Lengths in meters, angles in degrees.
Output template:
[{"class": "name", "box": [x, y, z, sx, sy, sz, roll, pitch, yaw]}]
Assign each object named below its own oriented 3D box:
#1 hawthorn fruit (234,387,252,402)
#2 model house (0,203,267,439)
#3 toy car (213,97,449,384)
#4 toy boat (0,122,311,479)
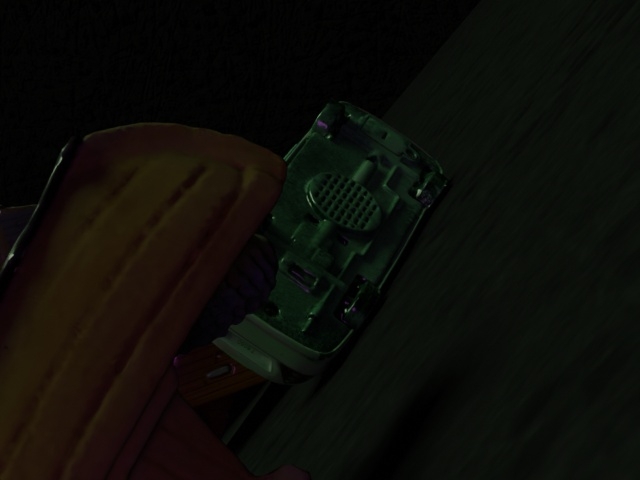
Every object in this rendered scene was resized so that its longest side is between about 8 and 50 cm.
[{"class": "hawthorn fruit", "box": [-0.118, 0.061, 1.173, 0.188, 0.169, 0.169, -33, -5, -23]}, {"class": "model house", "box": [-0.090, 0.051, 0.969, 0.207, 0.219, 0.136, -17, -4, -44]}, {"class": "toy car", "box": [0.000, 0.000, 0.886, 0.076, 0.090, 0.224, -57, -1, 36]}, {"class": "toy boat", "box": [-0.076, 0.108, 0.456, 0.089, 0.121, 0.321, -47, 20, 58]}]
